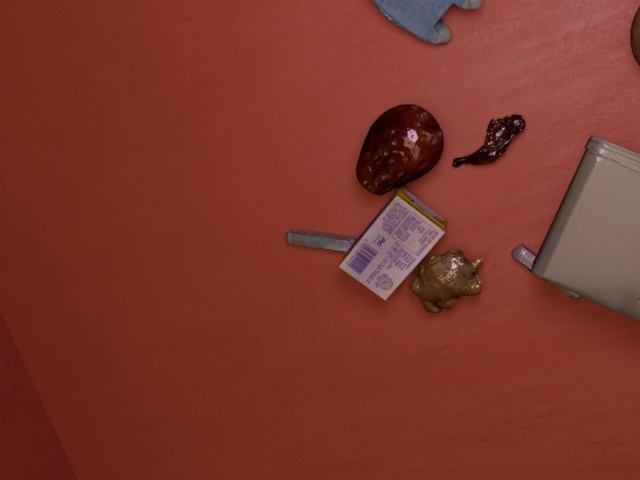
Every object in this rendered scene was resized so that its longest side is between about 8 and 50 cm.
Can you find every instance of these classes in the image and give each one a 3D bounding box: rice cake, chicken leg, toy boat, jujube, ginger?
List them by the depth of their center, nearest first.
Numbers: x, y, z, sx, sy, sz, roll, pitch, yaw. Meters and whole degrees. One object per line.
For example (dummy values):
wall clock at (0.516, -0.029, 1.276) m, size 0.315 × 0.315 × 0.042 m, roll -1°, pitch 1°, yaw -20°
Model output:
toy boat at (0.231, -0.636, 1.619) m, size 0.330 × 0.123 × 0.215 m, roll 38°, pitch 144°, yaw -4°
chicken leg at (0.424, -0.239, 1.691) m, size 0.205 × 0.053 × 0.093 m, roll -45°, pitch 62°, yaw 18°
rice cake at (0.579, 0.081, 1.718) m, size 0.207 × 0.036 × 0.047 m, roll 36°, pitch 100°, yaw 10°
jujube at (0.193, -0.225, 1.720) m, size 0.190 × 0.190 × 0.255 m, roll 46°, pitch 123°, yaw 5°
ginger at (0.339, 0.102, 1.781) m, size 0.216 × 0.102 × 0.157 m, roll -35°, pitch 96°, yaw 25°
rice cake at (0.000, 0.000, 1.927) m, size 0.211 × 0.034 × 0.043 m, roll 8°, pitch 115°, yaw 19°

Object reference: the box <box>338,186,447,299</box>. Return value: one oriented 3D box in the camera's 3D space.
box at (0.192, 0.009, 1.801) m, size 0.168 × 0.097 × 0.265 m, roll 35°, pitch 115°, yaw -4°

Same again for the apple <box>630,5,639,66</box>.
apple at (0.789, -0.443, 1.396) m, size 0.257 × 0.257 × 0.234 m, roll 44°, pitch 84°, yaw 6°

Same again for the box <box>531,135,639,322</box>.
box at (0.716, -0.018, 1.552) m, size 0.352 × 0.177 × 0.343 m, roll 25°, pitch 108°, yaw 14°
